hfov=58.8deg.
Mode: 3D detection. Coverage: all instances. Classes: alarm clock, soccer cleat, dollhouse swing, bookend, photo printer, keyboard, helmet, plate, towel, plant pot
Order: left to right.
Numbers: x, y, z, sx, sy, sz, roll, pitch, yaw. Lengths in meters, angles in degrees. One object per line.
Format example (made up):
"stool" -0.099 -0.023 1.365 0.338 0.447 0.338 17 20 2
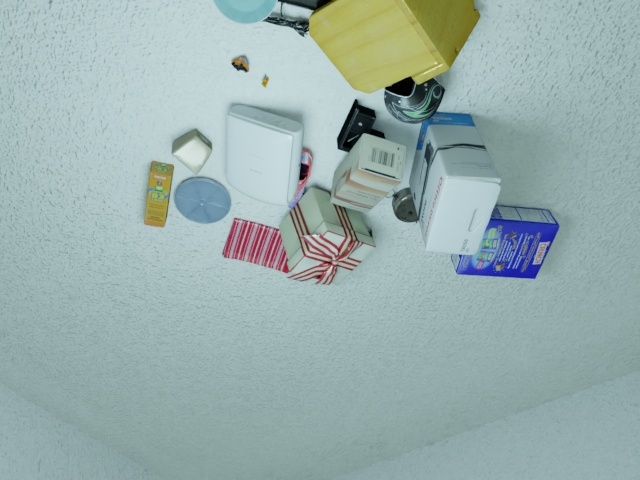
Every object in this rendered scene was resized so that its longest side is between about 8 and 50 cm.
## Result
"plant pot" -0.415 -0.301 1.871 0.096 0.109 0.109 -40 120 13
"plate" -0.208 -0.693 1.561 0.188 0.024 0.188 -2 124 -2
"towel" -0.224 0.024 2.186 0.275 0.031 0.198 15 127 -13
"photo printer" -0.187 -0.262 1.856 0.256 0.107 0.307 21 131 14
"keyboard" -0.103 -0.693 1.599 0.317 0.033 0.201 11 122 -9
"soccer cleat" -0.080 -0.200 1.962 0.083 0.095 0.248 11 128 -10
"bookend" 0.154 -0.354 1.855 0.157 0.072 0.156 17 127 -15
"dollhouse swing" 0.198 -0.643 1.610 0.347 0.315 0.305 43 157 -30
"alarm clock" 0.309 -0.133 2.049 0.192 0.064 0.129 28 124 -18
"helmet" 0.281 -0.436 1.733 0.169 0.169 0.161 34 104 -25

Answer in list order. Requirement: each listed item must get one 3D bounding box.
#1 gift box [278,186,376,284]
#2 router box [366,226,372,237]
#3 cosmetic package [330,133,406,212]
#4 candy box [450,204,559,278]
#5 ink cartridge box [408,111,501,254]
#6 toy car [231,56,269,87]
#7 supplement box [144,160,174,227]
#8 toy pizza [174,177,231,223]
"gift box" 0.000 0.000 1.985 0.276 0.258 0.255 12 131 -33
"router box" 0.150 0.021 2.149 0.038 0.092 0.122 25 124 -20
"cosmetic package" 0.148 -0.210 1.848 0.153 0.129 0.296 14 161 -11
"candy box" 0.684 0.006 2.130 0.317 0.122 0.268 5 128 -4
"ink cartridge box" 0.406 -0.186 1.789 0.166 0.395 0.285 3 129 -4
"toy car" -0.214 -0.521 1.746 0.122 0.060 0.040 32 79 -43
"supplement box" -0.569 -0.159 1.998 0.078 0.080 0.233 10 126 -12
"toy pizza" -0.421 -0.144 2.042 0.201 0.032 0.201 -1 130 -2
